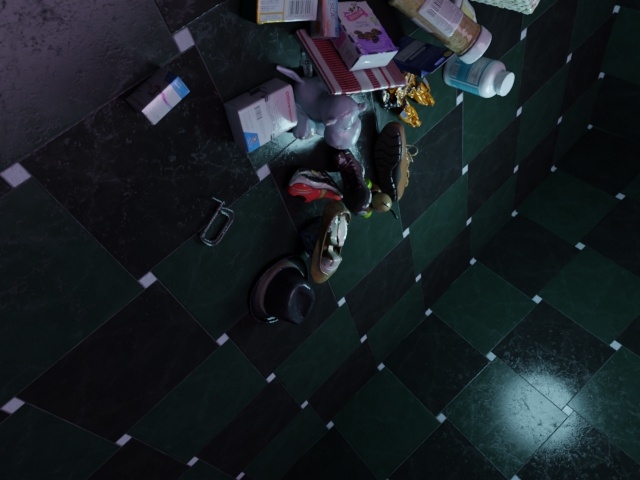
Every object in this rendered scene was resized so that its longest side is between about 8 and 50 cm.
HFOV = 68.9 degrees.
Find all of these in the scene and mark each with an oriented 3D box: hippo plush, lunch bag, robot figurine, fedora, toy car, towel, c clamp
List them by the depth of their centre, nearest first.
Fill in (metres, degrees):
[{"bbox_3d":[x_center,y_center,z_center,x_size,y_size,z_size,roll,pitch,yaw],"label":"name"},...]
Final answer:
[{"bbox_3d":[0.096,-0.548,1.422,0.329,0.237,0.037,-22,167,-37],"label":"towel"},{"bbox_3d":[0.047,-0.419,1.447,0.234,0.237,0.294,-37,142,-23],"label":"hippo plush"},{"bbox_3d":[-0.340,-0.057,1.493,0.137,0.022,0.160,18,103,-59],"label":"c clamp"},{"bbox_3d":[0.335,-0.567,1.792,0.211,0.085,0.291,-58,145,4],"label":"robot figurine"},{"bbox_3d":[-0.124,0.229,1.866,0.334,0.153,0.333,-29,138,-31],"label":"fedora"},{"bbox_3d":[0.000,0.000,1.868,0.129,0.096,0.151,-38,132,-22],"label":"lunch bag"},{"bbox_3d":[0.235,-0.145,1.939,0.149,0.188,0.155,-53,145,-2],"label":"toy car"}]

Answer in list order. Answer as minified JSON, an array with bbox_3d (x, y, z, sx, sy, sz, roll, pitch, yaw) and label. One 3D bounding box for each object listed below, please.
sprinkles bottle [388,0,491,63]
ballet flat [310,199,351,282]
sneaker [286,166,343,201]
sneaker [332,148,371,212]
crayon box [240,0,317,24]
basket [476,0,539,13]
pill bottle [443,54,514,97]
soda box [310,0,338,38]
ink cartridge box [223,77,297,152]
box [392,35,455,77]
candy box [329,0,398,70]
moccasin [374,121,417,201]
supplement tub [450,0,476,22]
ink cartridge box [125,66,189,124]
[{"bbox_3d":[0.397,-0.734,1.542,0.356,0.121,0.121,28,98,-19],"label":"sprinkles bottle"},{"bbox_3d":[0.041,0.023,1.764,0.123,0.123,0.348,-9,118,-46],"label":"ballet flat"},{"bbox_3d":[-0.022,-0.189,1.708,0.118,0.107,0.279,-46,148,23],"label":"sneaker"},{"bbox_3d":[0.095,-0.232,1.682,0.107,0.281,0.162,-26,130,16],"label":"sneaker"},{"bbox_3d":[-0.095,-0.724,1.161,0.203,0.083,0.322,-24,136,-36],"label":"crayon box"},{"bbox_3d":[0.634,-1.005,1.574,0.266,0.328,0.331,9,111,-56],"label":"basket"},{"bbox_3d":[0.648,-0.676,1.911,0.146,0.264,0.146,-30,139,-31],"label":"pill bottle"},{"bbox_3d":[0.008,-0.666,1.307,0.063,0.058,0.183,-17,113,-40],"label":"soda box"},{"bbox_3d":[-0.171,-0.369,1.370,0.191,0.082,0.139,-37,142,-25],"label":"ink cartridge box"},{"bbox_3d":[0.335,-0.633,1.614,0.136,0.225,0.036,-42,144,-16],"label":"box"},{"bbox_3d":[0.112,-0.615,1.396,0.165,0.196,0.070,-24,170,-36],"label":"candy box"},{"bbox_3d":[0.314,-0.331,1.926,0.147,0.139,0.380,-52,144,-28],"label":"moccasin"},{"bbox_3d":[0.472,-0.816,1.692,0.200,0.144,0.144,9,112,-52],"label":"supplement tub"},{"bbox_3d":[-0.392,-0.348,1.123,0.122,0.089,0.052,-48,145,-8],"label":"ink cartridge box"}]
